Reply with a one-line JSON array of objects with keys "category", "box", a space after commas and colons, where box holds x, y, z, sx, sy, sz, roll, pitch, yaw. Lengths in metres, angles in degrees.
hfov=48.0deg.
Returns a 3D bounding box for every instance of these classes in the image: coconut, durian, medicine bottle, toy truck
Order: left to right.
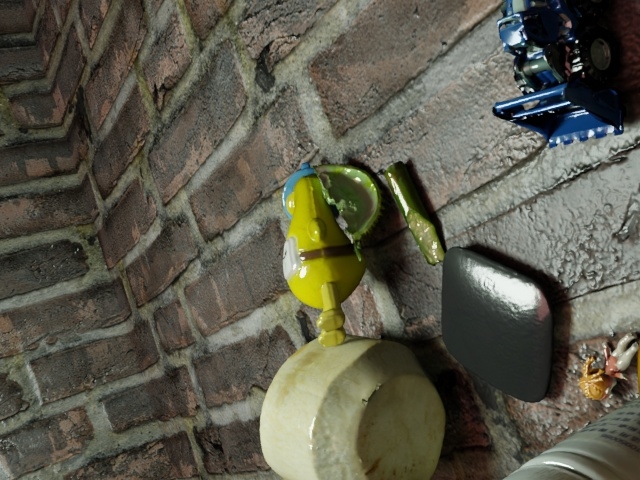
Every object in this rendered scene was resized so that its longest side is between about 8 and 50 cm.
[{"category": "coconut", "box": [0.053, 0.317, 1.255, 0.323, 0.322, 0.323, 28, 126, 49]}, {"category": "durian", "box": [0.057, -0.057, 1.258, 0.215, 0.100, 0.086, 62, 149, 32]}, {"category": "toy truck", "box": [0.271, -0.212, 0.842, 0.113, 0.126, 0.208, -6, 98, 57]}, {"category": "medicine bottle", "box": [0.329, 0.292, 0.771, 0.190, 0.332, 0.190, 28, 126, 49]}]

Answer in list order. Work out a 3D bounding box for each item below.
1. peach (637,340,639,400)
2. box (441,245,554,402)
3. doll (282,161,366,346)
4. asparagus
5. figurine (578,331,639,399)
[{"category": "peach", "box": [0.440, 0.099, 0.548, 0.370, 0.369, 0.370, 28, 126, 49]}, {"category": "box", "box": [0.262, 0.121, 1.075, 0.212, 0.042, 0.201, 26, 124, 49]}, {"category": "doll", "box": [0.000, 0.000, 1.275, 0.199, 0.145, 0.363, 90, 171, -55]}, {"category": "asparagus", "box": [0.154, -0.043, 1.172, 0.179, 0.041, 0.045, 66, 155, 12]}, {"category": "figurine", "box": [0.372, 0.161, 0.925, 0.064, 0.047, 0.109, -98, 24, -50]}]
